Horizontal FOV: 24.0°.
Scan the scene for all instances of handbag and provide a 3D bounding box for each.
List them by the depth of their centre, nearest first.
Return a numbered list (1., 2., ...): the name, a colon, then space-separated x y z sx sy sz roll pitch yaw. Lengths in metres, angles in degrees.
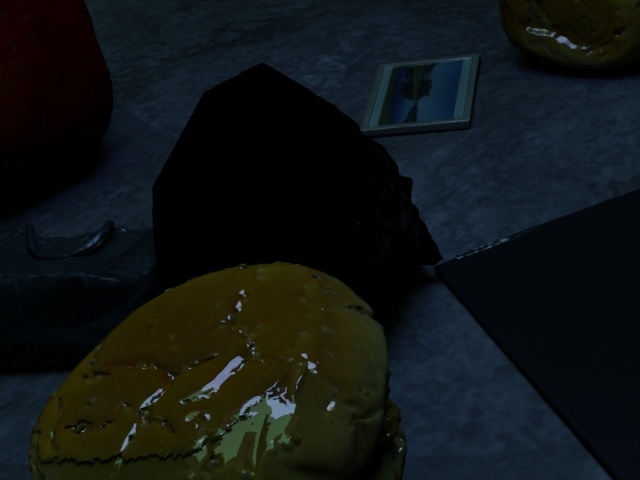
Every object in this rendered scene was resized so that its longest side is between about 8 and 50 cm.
1. handbag: -0.246 0.033 1.277 0.270 0.089 0.175 -2 25 18

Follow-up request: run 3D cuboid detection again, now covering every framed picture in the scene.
1. framed picture: 0.264 0.053 1.111 0.255 0.014 0.339 -20 31 -11
2. framed picture: 0.101 -0.146 1.502 0.109 0.011 0.149 -5 31 13

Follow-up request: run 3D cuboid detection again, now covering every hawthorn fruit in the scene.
1. hawthorn fruit: -0.348 -0.190 1.460 0.265 0.307 0.265 -4 27 2

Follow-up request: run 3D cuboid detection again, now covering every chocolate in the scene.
1. chocolate: 0.000 0.000 1.213 0.177 0.206 0.224 20 13 -48

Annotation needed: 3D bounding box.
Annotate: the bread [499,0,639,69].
1. bread: 0.298 -0.288 1.546 0.166 0.132 0.294 6 34 28

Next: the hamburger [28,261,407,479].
1. hamburger: -0.063 0.135 0.949 0.244 0.163 0.244 -8 32 5
